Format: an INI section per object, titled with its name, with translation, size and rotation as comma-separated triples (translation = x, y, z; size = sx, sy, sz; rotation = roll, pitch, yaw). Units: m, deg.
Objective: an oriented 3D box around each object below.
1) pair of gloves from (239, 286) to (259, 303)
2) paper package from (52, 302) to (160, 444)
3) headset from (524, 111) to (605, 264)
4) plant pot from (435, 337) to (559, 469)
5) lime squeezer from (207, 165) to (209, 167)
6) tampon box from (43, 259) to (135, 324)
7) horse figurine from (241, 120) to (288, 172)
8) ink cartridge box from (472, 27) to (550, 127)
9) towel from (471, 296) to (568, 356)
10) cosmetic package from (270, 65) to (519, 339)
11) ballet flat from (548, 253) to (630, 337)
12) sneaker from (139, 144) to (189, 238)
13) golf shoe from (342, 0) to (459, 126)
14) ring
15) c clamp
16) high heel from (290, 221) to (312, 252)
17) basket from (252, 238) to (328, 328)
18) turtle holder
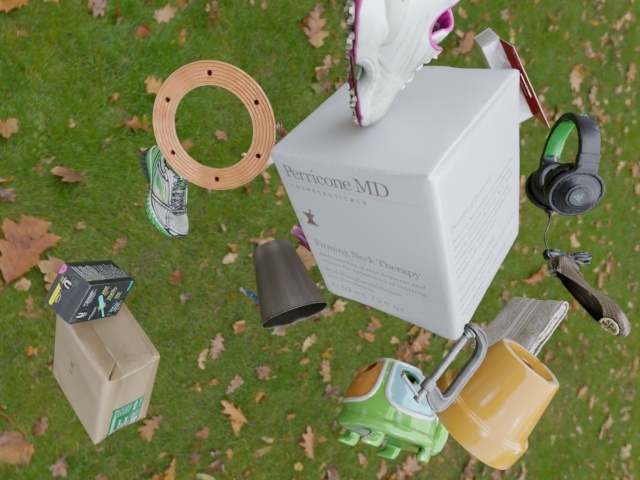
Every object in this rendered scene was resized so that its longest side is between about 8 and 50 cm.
[pair of gloves]
translation = -0.185, 0.212, 1.503
size = 0.023, 0.159, 0.198
rotation = -53, 133, -14
[paper package]
translation = -0.630, 0.360, 1.322
size = 0.168, 0.309, 0.324
rotation = -17, 142, -46
[headset]
translation = 0.668, -0.134, 1.209
size = 0.185, 0.243, 0.394
rotation = 8, 100, 4
[plant pot]
translation = 0.356, 0.305, 0.906
size = 0.205, 0.205, 0.188
rotation = 23, 110, -36
[lime squeezer]
translation = -0.351, -0.247, 1.674
size = 0.059, 0.310, 0.110
rotation = 20, 75, -46
[tampon box]
translation = -0.591, 0.128, 1.171
size = 0.120, 0.101, 0.161
rotation = -57, 165, 9
[horse figurine]
translation = -0.203, -0.327, 1.710
size = 0.174, 0.263, 0.066
rotation = 4, 51, -60
[ink cartridge box]
translation = 0.598, -0.502, 1.440
size = 0.296, 0.066, 0.261
rotation = 50, 24, -27
[towel]
translation = 0.607, 0.265, 1.392
size = 0.282, 0.187, 0.049
rotation = -37, 111, -29
[cosmetic package]
translation = 0.173, -0.087, 0.902
size = 0.327, 0.329, 0.393
rotation = -48, 136, -29
[ballet flat]
translation = 0.645, 0.134, 1.112
size = 0.058, 0.250, 0.084
rotation = -15, 141, -12
[sneaker]
translation = -0.506, -0.172, 1.530
size = 0.134, 0.146, 0.343
rotation = -3, 77, -61
[golf shoe]
translation = 0.101, -0.245, 0.613
size = 0.140, 0.306, 0.115
rotation = -7, 79, 2
[ring]
translation = -0.283, -0.302, 1.216
size = 0.032, 0.337, 0.336
rotation = -68, 143, -67
[c clamp]
translation = 0.188, 0.178, 0.646
size = 0.161, 0.022, 0.137
rotation = -41, 127, -21
[high heel]
translation = 0.000, 0.000, 1.251
size = 0.082, 0.117, 0.244
rotation = -57, 169, -1
[basket]
translation = -0.110, 0.122, 1.362
size = 0.204, 0.154, 0.226
rotation = -15, 66, -15
[turtle holder]
translation = 0.216, 0.451, 1.203
size = 0.243, 0.320, 0.227
rotation = 90, 15, -61
